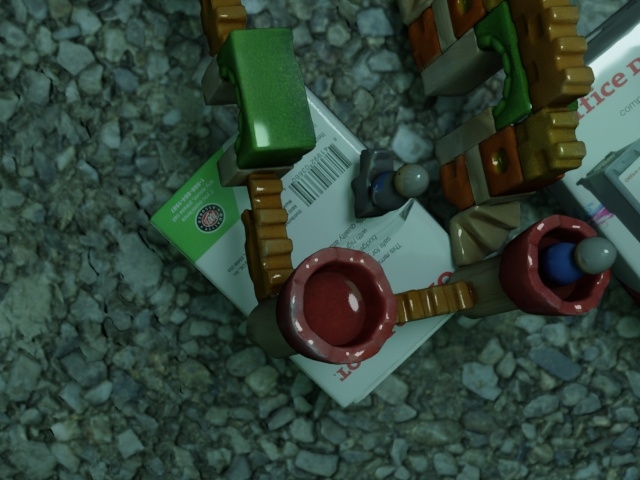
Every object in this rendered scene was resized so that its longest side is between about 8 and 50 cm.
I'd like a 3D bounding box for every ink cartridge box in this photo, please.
[{"bbox_3d":[0.368,-0.081,0.831,0.226,0.131,0.306,-40,99,8],"label":"ink cartridge box"},{"bbox_3d":[0.000,0.000,0.855,0.211,0.121,0.289,-43,97,8],"label":"ink cartridge box"}]

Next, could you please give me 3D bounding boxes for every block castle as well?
[{"bbox_3d":[0.063,-0.135,0.682,0.302,0.213,0.454,-7,80,-25],"label":"block castle"}]
